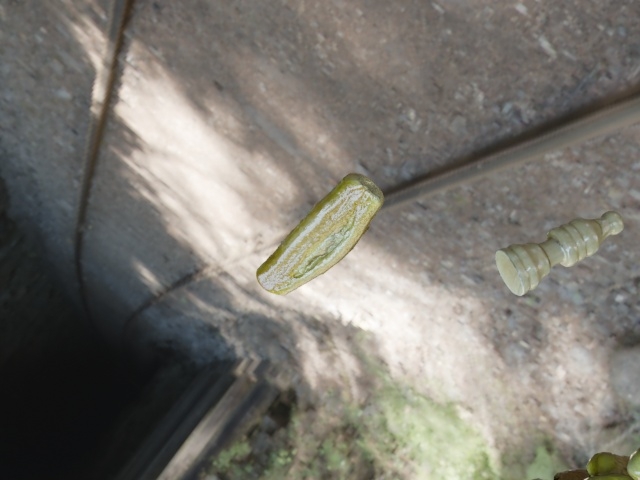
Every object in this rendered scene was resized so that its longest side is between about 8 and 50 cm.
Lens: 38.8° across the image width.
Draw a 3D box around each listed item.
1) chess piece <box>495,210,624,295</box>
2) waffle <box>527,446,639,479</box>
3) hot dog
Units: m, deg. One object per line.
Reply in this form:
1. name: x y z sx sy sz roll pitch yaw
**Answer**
1. chess piece: 0.171 0.004 0.636 0.035 0.092 0.035 61 169 20
2. waffle: 0.220 0.145 0.408 0.243 0.058 0.238 34 146 -26
3. hot dog: 0.000 -0.001 0.661 0.044 0.028 0.137 38 128 -5
